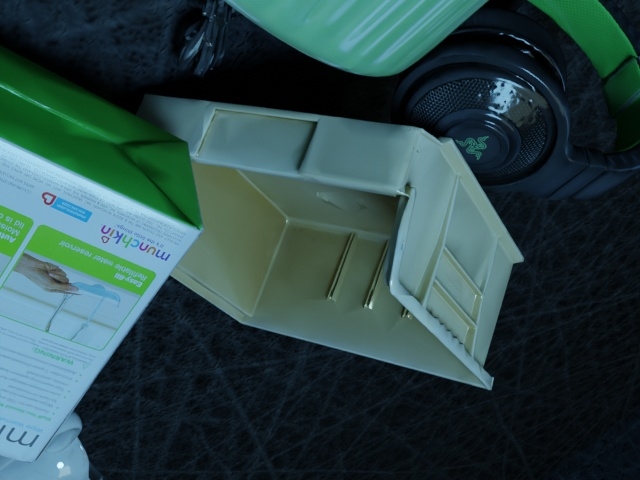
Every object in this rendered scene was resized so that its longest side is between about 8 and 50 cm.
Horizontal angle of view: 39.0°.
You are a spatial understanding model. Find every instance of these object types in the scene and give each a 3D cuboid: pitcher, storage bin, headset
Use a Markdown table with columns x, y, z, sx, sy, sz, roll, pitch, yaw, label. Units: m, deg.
| x | y | z | sx | sy | sz | roll | pitch | yaw | label |
| --- | --- | --- | --- | --- | --- | --- | --- | --- | --- |
| -0.322 | 0.237 | 0.875 | 0.207 | 0.125 | 0.177 | -27 | 159 | -23 | pitcher |
| 0.000 | 0.000 | 0.737 | 0.260 | 0.262 | 0.123 | 43 | 63 | -55 | storage bin |
| 0.096 | -0.145 | 0.720 | 0.394 | 0.243 | 0.185 | 10 | 146 | -28 | headset |

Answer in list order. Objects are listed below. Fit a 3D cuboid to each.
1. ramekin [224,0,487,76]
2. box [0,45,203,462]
| x | y | z | sx | sy | sz | roll | pitch | yaw | label |
| --- | --- | --- | --- | --- | --- | --- | --- | --- | --- |
| -0.007 | -0.227 | 0.458 | 0.148 | 0.303 | 0.303 | -43 | 146 | 24 | ramekin |
| -0.249 | -0.004 | 0.580 | 0.262 | 0.126 | 0.231 | 26 | 115 | -27 | box |
